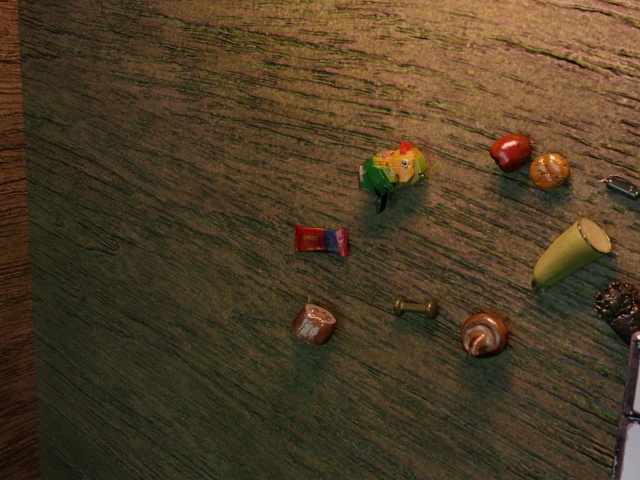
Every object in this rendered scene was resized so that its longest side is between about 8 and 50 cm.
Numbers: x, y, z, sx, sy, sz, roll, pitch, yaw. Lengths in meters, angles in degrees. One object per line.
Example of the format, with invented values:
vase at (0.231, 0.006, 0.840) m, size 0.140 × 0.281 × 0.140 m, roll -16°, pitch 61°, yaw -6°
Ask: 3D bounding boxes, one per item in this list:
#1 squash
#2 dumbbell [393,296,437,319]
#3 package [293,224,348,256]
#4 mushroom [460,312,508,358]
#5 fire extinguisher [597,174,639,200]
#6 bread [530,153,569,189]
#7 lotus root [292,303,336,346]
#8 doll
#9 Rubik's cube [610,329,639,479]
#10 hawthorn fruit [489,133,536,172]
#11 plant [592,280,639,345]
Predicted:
squash at (0.537, 0.052, 1.519) m, size 0.094 × 0.094 × 0.224 m, roll 49°, pitch 135°, yaw 15°
dumbbell at (0.250, 0.178, 1.803) m, size 0.118 × 0.046 × 0.052 m, roll 4°, pitch 112°, yaw 37°
package at (0.000, 0.000, 1.958) m, size 0.200 × 0.022 × 0.083 m, roll 5°, pitch 108°, yaw 39°
mushroom at (0.401, 0.237, 1.680) m, size 0.126 × 0.085 × 0.109 m, roll -10°, pitch 63°, yaw 42°
fire extinguisher at (0.625, -0.114, 1.426) m, size 0.083 × 0.025 × 0.038 m, roll 31°, pitch 84°, yaw 27°
bread at (0.502, -0.151, 1.495) m, size 0.083 × 0.046 × 0.081 m, roll 2°, pitch 108°, yaw 37°
lotus root at (-0.016, 0.242, 1.995) m, size 0.122 × 0.112 × 0.081 m, roll 30°, pitch 108°, yaw 14°
doll at (0.181, -0.163, 1.705) m, size 0.186 × 0.106 × 0.134 m, roll -30°, pitch 91°, yaw 40°
Rubik's cube at (0.745, 0.328, 1.254) m, size 0.316 × 0.318 × 0.313 m, roll 9°, pitch 97°, yaw 38°
hawthorn fruit at (0.430, -0.199, 1.523) m, size 0.093 × 0.081 × 0.081 m, roll -37°, pitch 79°, yaw 10°
plant at (0.646, 0.151, 1.454) m, size 0.143 × 0.092 × 0.094 m, roll 53°, pitch 136°, yaw 2°
